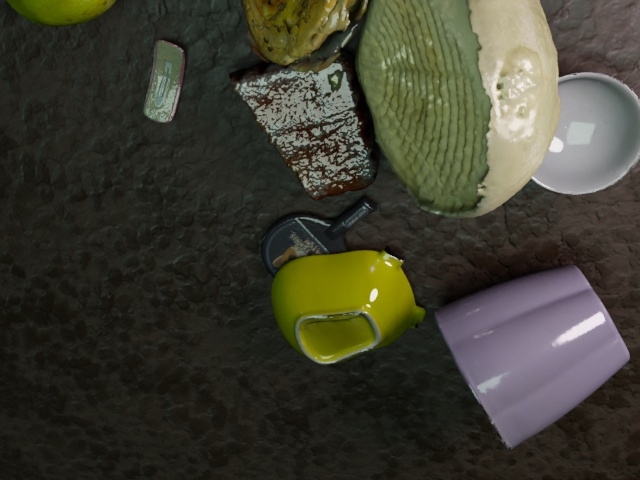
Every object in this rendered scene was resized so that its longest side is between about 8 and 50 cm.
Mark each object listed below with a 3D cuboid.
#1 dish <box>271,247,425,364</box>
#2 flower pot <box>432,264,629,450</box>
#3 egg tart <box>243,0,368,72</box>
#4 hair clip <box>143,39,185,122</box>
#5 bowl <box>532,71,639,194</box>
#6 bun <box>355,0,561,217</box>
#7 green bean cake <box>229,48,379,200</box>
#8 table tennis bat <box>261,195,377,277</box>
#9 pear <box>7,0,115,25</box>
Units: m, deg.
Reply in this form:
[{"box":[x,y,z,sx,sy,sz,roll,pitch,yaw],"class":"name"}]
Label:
[{"box":[0.039,0.134,1.402,0.262,0.108,0.221,-14,121,16],"class":"dish"},{"box":[0.349,0.174,1.310,0.243,0.265,0.265,-27,109,10],"class":"flower pot"},{"box":[-0.007,-0.376,1.121,0.132,0.297,0.297,1,127,-39],"class":"egg tart"},{"box":[-0.253,-0.257,1.316,0.054,0.022,0.137,18,118,2],"class":"hair clip"},{"box":[0.382,-0.171,1.211,0.189,0.086,0.189,4,119,7],"class":"bowl"},{"box":[0.205,-0.219,1.103,0.202,0.364,0.364,-17,117,-18],"class":"bun"},{"box":[-0.017,-0.180,1.271,0.198,0.097,0.233,-15,113,15],"class":"green bean cake"},{"box":[0.000,0.000,1.402,0.236,0.027,0.150,-37,106,26],"class":"table tennis bat"},{"box":[-0.365,-0.414,1.172,0.219,0.187,0.187,-30,108,17],"class":"pear"}]
